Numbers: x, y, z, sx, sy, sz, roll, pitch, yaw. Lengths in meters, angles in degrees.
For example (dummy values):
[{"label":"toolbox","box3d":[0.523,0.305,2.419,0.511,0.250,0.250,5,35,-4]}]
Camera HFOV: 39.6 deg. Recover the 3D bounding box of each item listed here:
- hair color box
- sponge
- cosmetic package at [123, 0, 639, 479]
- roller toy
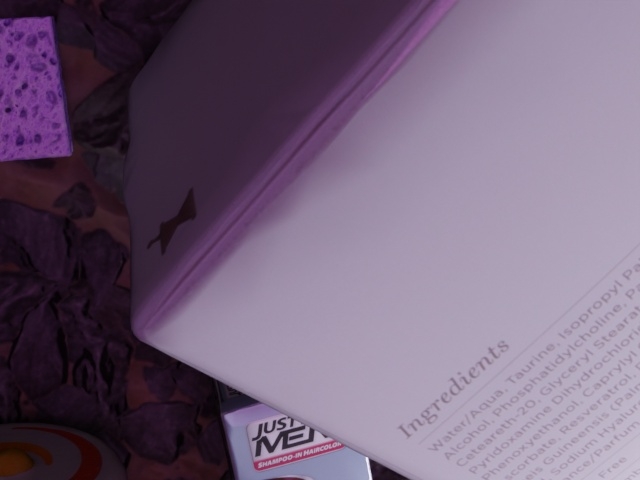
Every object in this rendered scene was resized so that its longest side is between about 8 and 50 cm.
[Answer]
[{"label":"hair color box","box3d":[-0.012,0.272,0.816,0.113,0.185,0.374,-13,107,-10]},{"label":"sponge","box3d":[-0.316,-0.119,0.723,0.210,0.031,0.117,-6,104,-12]},{"label":"cosmetic package","box3d":[0.114,-0.052,0.628,0.393,0.329,0.327,33,111,-29]},{"label":"roller toy","box3d":[-0.262,0.242,0.746,0.209,0.191,0.146,12,106,28]}]
